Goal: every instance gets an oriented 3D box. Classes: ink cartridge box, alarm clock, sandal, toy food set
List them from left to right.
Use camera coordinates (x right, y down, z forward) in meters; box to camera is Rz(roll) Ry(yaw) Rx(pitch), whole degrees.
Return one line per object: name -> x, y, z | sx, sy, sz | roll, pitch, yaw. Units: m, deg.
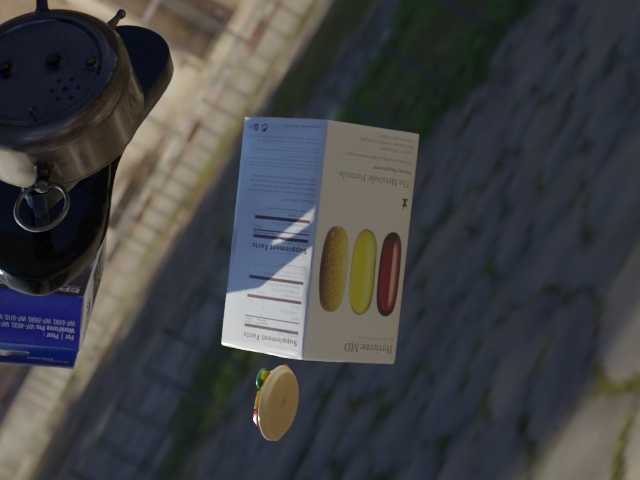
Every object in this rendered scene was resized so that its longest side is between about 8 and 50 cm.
ink cartridge box -> -0.342, 0.051, 2.242 | 0.332, 0.165, 0.065 | -93, 9, -69
alarm clock -> -0.193, -0.088, 1.362 | 0.064, 0.129, 0.192 | 73, -169, -57
sandal -> -0.195, -0.073, 1.500 | 0.054, 0.097, 0.254 | 79, -154, -56
toy food set -> -0.047, 0.171, 2.063 | 0.083, 0.020, 0.082 | 20, -100, -63

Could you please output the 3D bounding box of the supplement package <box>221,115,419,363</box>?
supplement package -> 0.000, 0.000, 2.025 | 0.134, 0.139, 0.244 | 6, 91, 48
